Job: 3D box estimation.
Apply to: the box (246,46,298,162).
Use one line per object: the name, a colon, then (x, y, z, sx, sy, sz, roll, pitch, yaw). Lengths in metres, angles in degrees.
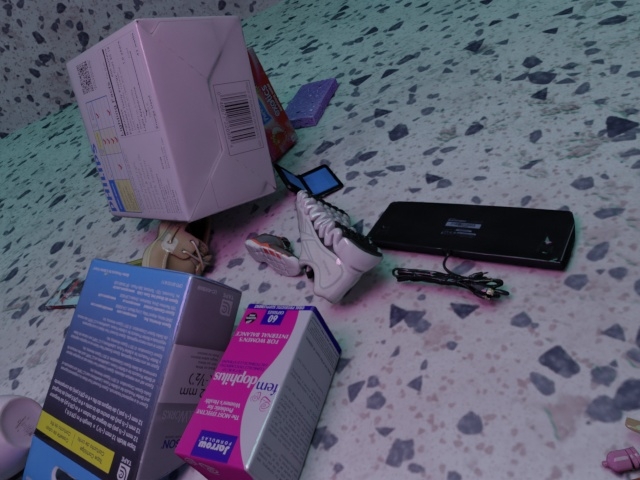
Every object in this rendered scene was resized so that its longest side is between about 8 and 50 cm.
box: (-0.181, -0.317, 1.185, 0.122, 0.257, 0.128, 11, 50, 44)

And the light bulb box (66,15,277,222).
light bulb box: (-0.319, -0.241, 1.028, 0.225, 0.358, 0.361, -24, 20, -40)

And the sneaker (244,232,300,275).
sneaker: (-0.078, 0.014, 0.901, 0.065, 0.061, 0.157, -39, 39, -25)

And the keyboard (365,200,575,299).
keyboard: (0.208, 0.011, 0.751, 0.317, 0.033, 0.201, 7, 43, 38)

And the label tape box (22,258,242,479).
label tape box: (-0.278, 0.214, 0.716, 0.249, 0.115, 0.348, 5, 78, 35)

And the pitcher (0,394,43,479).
pitcher: (-0.536, 0.317, 0.787, 0.207, 0.126, 0.178, -31, 20, 14)

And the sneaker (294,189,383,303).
sneaker: (0.000, 0.000, 0.835, 0.118, 0.110, 0.292, -59, 23, 14)

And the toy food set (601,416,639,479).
toy food set: (0.299, 0.232, 0.446, 0.077, 0.019, 0.122, 11, 59, 40)

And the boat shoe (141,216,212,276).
boat shoe: (-0.272, 0.027, 0.967, 0.098, 0.109, 0.302, -23, 32, 8)

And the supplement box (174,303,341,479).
supplement box: (-0.069, 0.201, 0.630, 0.111, 0.114, 0.220, -3, 45, 28)

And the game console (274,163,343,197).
game console: (-0.028, -0.139, 1.040, 0.071, 0.107, 0.122, -52, 34, 14)

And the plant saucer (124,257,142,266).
plant saucer: (-0.404, 0.104, 1.003, 0.188, 0.045, 0.188, -15, 38, 16)

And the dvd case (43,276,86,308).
dvd case: (-0.567, 0.119, 1.112, 0.119, 0.013, 0.087, -6, 42, 27)

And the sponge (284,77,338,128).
sponge: (-0.034, -0.383, 1.362, 0.117, 0.031, 0.210, -3, 43, 29)
